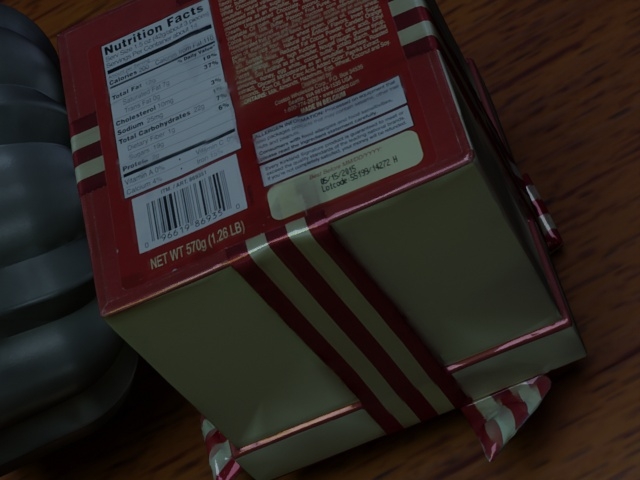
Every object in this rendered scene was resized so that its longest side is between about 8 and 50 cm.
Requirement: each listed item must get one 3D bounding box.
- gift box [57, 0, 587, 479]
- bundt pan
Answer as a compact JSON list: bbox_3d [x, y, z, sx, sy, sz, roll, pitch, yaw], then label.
[{"bbox_3d":[0.000,0.000,0.950,0.255,0.258,0.276,-19,54,14],"label":"gift box"},{"bbox_3d":[-0.205,-0.010,1.033,0.124,0.331,0.330,-16,54,-9],"label":"bundt pan"}]
